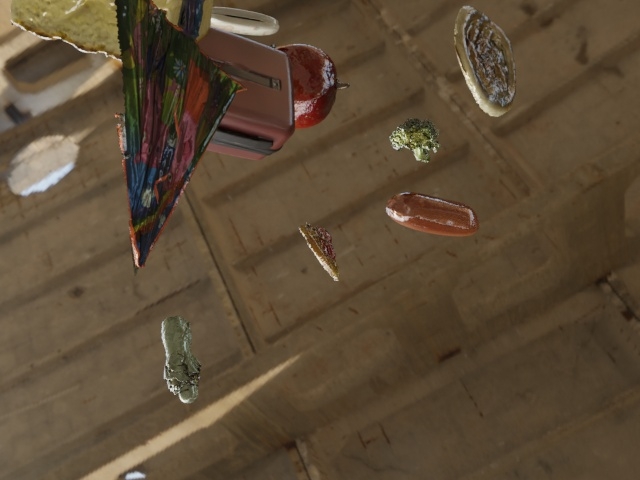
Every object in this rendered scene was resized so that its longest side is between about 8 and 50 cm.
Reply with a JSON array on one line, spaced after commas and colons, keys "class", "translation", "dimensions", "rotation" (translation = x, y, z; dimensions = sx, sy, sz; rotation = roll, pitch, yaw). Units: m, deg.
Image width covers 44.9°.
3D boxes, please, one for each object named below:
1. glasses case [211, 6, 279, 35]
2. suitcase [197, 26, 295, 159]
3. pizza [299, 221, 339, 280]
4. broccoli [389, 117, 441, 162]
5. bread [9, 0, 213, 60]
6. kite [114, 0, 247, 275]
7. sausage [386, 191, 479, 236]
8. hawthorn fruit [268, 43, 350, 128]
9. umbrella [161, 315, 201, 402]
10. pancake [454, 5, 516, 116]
[{"class": "glasses case", "translation": [-0.201, -0.539, 1.909], "dimensions": [0.081, 0.204, 0.051], "rotation": [-179, -89, -66]}, {"class": "suitcase", "translation": [-0.204, -0.300, 1.568], "dimensions": [0.161, 0.297, 0.236], "rotation": [-31, -123, 48]}, {"class": "pizza", "translation": [-0.001, 0.002, 1.204], "dimensions": [0.029, 0.099, 0.100], "rotation": [-31, -129, 9]}, {"class": "broccoli", "translation": [0.181, -0.189, 1.481], "dimensions": [0.097, 0.092, 0.095], "rotation": [-11, -168, 11]}, {"class": "bread", "translation": [-0.338, -0.447, 1.315], "dimensions": [0.279, 0.207, 0.279], "rotation": [19, -150, 4]}, {"class": "kite", "translation": [-0.104, -0.087, 0.571], "dimensions": [0.016, 0.321, 0.234], "rotation": [11, -90, 7]}, {"class": "sausage", "translation": [0.214, -0.048, 1.467], "dimensions": [0.194, 0.077, 0.077], "rotation": [11, -128, -22]}, {"class": "hawthorn fruit", "translation": [-0.048, -0.389, 1.972], "dimensions": [0.249, 0.215, 0.215], "rotation": [-1, -123, 5]}, {"class": "umbrella", "translation": [-0.220, 0.189, 1.228], "dimensions": [0.067, 0.062, 0.143], "rotation": [-33, -122, 24]}, {"class": "pancake", "translation": [0.201, -0.219, 0.943], "dimensions": [0.022, 0.139, 0.139], "rotation": [-12, -128, 41]}]
